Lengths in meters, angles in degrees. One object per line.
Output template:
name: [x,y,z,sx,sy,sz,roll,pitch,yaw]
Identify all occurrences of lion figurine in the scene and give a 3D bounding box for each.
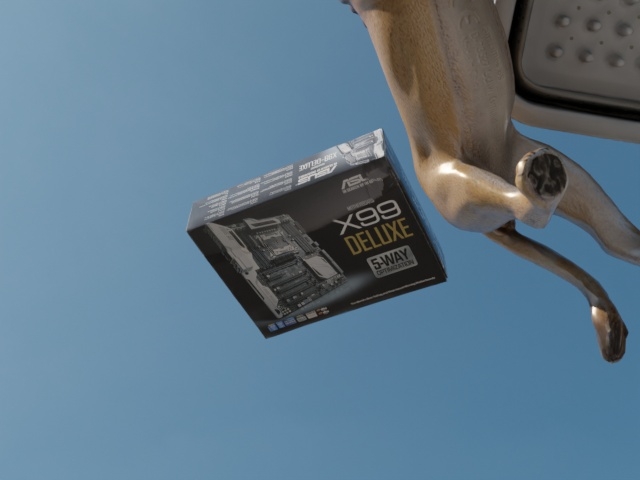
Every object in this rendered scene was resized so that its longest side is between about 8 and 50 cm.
lion figurine: [0.096,-0.119,0.545,0.142,0.240,0.391,-15,-82,-21]

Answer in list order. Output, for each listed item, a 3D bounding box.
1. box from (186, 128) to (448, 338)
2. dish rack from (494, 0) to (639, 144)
box: [0.000,0.000,1.140,0.308,0.076,0.242,-19,-53,16]
dish rack: [0.287,-0.240,0.599,0.286,0.072,0.332,10,-74,4]
